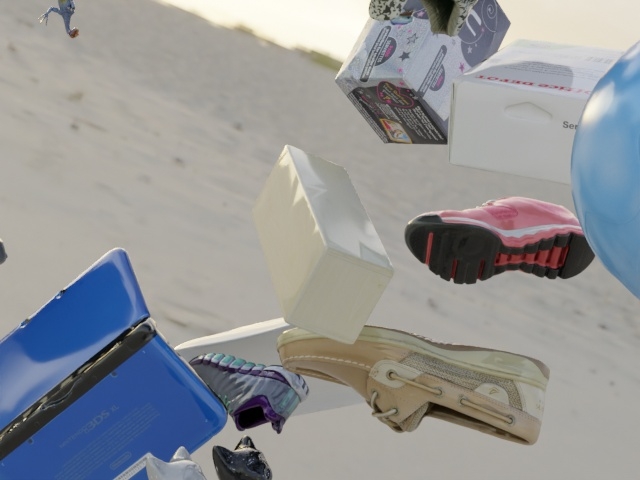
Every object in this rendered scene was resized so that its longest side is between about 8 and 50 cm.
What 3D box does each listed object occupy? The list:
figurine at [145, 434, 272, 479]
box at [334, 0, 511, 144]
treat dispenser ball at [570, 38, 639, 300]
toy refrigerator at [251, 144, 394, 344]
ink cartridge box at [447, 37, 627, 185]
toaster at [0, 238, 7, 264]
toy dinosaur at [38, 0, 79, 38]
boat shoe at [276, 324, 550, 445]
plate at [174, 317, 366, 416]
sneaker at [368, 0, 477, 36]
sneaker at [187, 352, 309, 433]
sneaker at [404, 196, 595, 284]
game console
[{"bbox_3d":[-0.108,0.326,1.441,0.092,0.209,0.215,-23,-14,26],"label":"figurine"},{"bbox_3d":[0.160,-0.291,1.966,0.142,0.247,0.163,4,-32,42],"label":"box"},{"bbox_3d":[0.368,-0.062,1.139,0.288,0.288,0.288,22,1,0],"label":"treat dispenser ball"},{"bbox_3d":[0.000,0.000,1.471,0.094,0.102,0.269,20,21,-21],"label":"toy refrigerator"},{"bbox_3d":[0.299,-0.168,1.641,0.198,0.114,0.273,11,24,23],"label":"ink cartridge box"},{"bbox_3d":[-0.523,-0.047,1.738,0.146,0.227,0.129,-21,36,-21],"label":"toaster"},{"bbox_3d":[-0.332,-0.313,1.710,0.047,0.082,0.090,4,35,27],"label":"toy dinosaur"},{"bbox_3d":[0.107,0.178,1.591,0.341,0.110,0.121,8,-18,9],"label":"boat shoe"},{"bbox_3d":[-0.044,0.190,1.986,0.277,0.045,0.278,-16,-37,30],"label":"plate"},{"bbox_3d":[0.095,-0.359,1.556,0.158,0.182,0.410,21,2,44],"label":"sneaker"},{"bbox_3d":[-0.128,0.224,1.862,0.224,0.098,0.083,0,-46,38],"label":"sneaker"},{"bbox_3d":[0.277,-0.011,2.063,0.314,0.116,0.136,4,36,-13],"label":"sneaker"},{"bbox_3d":[-0.299,0.203,1.704,0.250,0.293,0.173,49,11,-12],"label":"game console"}]
